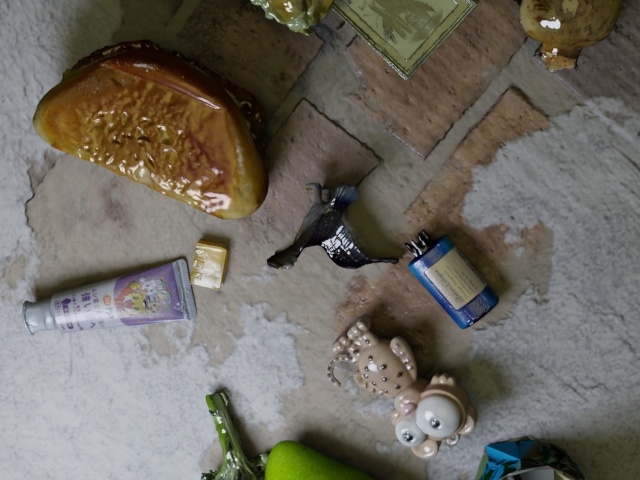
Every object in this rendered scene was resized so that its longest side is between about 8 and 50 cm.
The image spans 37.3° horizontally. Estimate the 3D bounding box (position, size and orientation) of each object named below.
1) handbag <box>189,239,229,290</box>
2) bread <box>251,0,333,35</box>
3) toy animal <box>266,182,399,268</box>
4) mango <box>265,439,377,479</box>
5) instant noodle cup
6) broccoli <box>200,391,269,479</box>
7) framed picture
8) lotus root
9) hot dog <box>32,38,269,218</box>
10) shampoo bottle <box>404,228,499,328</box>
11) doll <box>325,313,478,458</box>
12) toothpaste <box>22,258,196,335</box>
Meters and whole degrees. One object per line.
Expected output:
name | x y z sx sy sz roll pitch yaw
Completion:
handbag | -0.199 0.045 1.688 0.061 0.027 0.083 13 103 3
bread | -0.045 -0.478 1.494 0.196 0.238 0.252 23 108 -30
toy animal | -0.002 -0.015 1.619 0.273 0.197 0.160 12 84 -39
mango | 0.037 0.488 1.677 0.343 0.156 0.192 44 99 0
instant noodle cup | 0.367 0.457 1.621 0.240 0.178 0.240 1 100 7
broccoli | -0.167 0.375 1.717 0.123 0.118 0.204 -15 82 20
framed picture | 0.119 -0.406 1.578 0.231 0.010 0.173 42 102 -2
lotus root | 0.391 -0.395 1.485 0.155 0.140 0.256 4 95 -1
hot dog | -0.256 -0.201 1.568 0.405 0.185 0.223 22 103 2
shampoo bottle | 0.219 0.060 1.631 0.087 0.050 0.183 -40 94 15
doll | 0.139 0.254 1.647 0.278 0.119 0.154 38 116 5
toothpaste | -0.379 0.114 1.706 0.300 0.073 0.113 -10 99 0
